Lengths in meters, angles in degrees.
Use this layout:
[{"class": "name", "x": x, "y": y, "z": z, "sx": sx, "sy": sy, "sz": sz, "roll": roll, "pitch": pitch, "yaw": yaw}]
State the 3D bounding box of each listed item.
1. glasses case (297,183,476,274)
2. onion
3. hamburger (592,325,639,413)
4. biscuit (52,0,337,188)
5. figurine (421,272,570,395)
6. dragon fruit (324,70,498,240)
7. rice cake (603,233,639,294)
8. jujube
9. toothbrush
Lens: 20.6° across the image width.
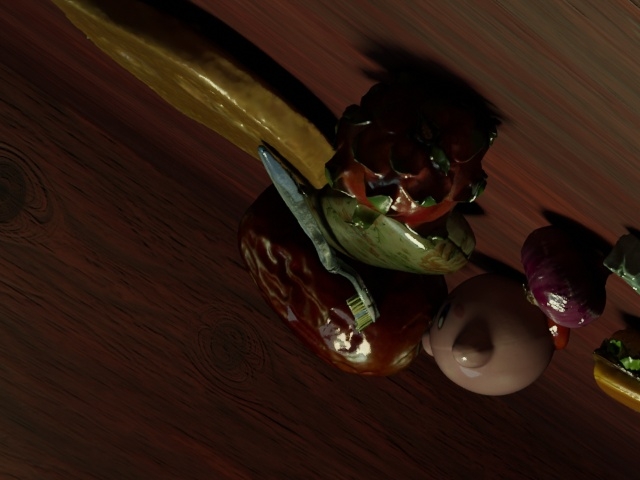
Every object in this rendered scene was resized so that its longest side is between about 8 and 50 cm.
[{"class": "glasses case", "x": 0.071, "y": -0.029, "z": 2.206, "sx": 0.156, "sy": 0.098, "sz": 0.425, "roll": 37, "pitch": 173, "yaw": -13}, {"class": "onion", "x": 0.263, "y": 0.036, "z": 1.858, "sx": 0.104, "sy": 0.115, "sz": 0.115, "roll": -20, "pitch": 150, "yaw": 20}, {"class": "hamburger", "x": 0.414, "y": 0.167, "z": 2.146, "sx": 0.166, "sy": 0.087, "sz": 0.137, "roll": 28, "pitch": 172, "yaw": 21}, {"class": "biscuit", "x": -0.138, "y": -0.193, "z": 2.092, "sx": 0.365, "sy": 0.062, "sz": 0.385, "roll": 30, "pitch": 174, "yaw": 27}, {"class": "figurine", "x": 0.228, "y": 0.126, "z": 2.354, "sx": 0.173, "sy": 0.173, "sz": 0.173, "roll": 31, "pitch": 174, "yaw": 4}, {"class": "dragon fruit", "x": 0.067, "y": -0.079, "z": 1.648, "sx": 0.135, "sy": 0.137, "sz": 0.236, "roll": 44, "pitch": 160, "yaw": -27}, {"class": "rice cake", "x": 0.358, "y": 0.062, "z": 1.778, "sx": 0.042, "sy": 0.045, "sz": 0.245, "roll": 29, "pitch": 174, "yaw": 45}, {"class": "jujube", "x": 0.032, "y": 0.048, "z": 2.501, "sx": 0.318, "sy": 0.223, "sz": 0.223, "roll": 39, "pitch": 176, "yaw": 16}, {"class": "toothbrush", "x": 0.000, "y": 0.000, "z": 2.219, "sx": 0.035, "sy": 0.042, "sz": 0.413, "roll": 48, "pitch": 173, "yaw": 39}]
